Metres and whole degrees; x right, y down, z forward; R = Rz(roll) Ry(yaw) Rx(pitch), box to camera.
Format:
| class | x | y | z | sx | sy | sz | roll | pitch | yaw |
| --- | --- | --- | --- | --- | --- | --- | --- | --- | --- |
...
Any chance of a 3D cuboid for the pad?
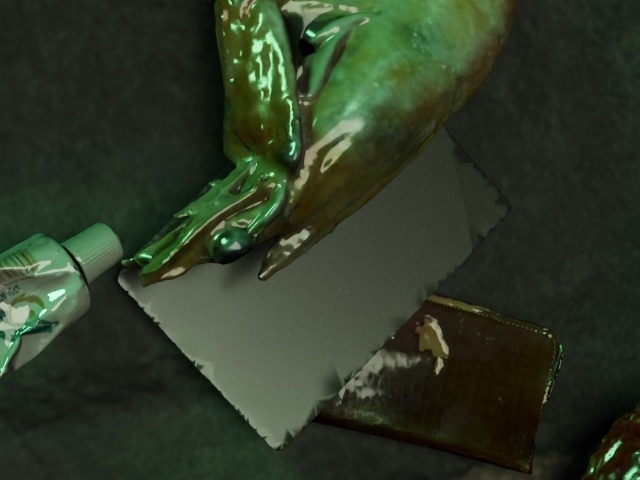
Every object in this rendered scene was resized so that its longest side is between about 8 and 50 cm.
| class | x | y | z | sx | sy | sz | roll | pitch | yaw |
| --- | --- | --- | --- | --- | --- | --- | --- | --- | --- |
| pad | 0.000 | 0.000 | 1.151 | 0.211 | 0.003 | 0.143 | -45 | 98 | -19 |

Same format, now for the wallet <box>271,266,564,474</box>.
| class | x | y | z | sx | sy | sz | roll | pitch | yaw |
| --- | --- | --- | --- | --- | --- | --- | --- | --- | --- |
| wallet | 0.057 | 0.077 | 1.184 | 0.176 | 0.026 | 0.095 | 14 | 86 | -20 |

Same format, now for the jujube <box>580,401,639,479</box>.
| class | x | y | z | sx | sy | sz | roll | pitch | yaw |
| --- | --- | --- | --- | --- | --- | --- | --- | --- | --- |
| jujube | 0.203 | 0.179 | 1.212 | 0.112 | 0.109 | 0.176 | 32 | 80 | 12 |

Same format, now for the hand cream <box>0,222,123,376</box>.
| class | x | y | z | sx | sy | sz | roll | pitch | yaw |
| --- | --- | --- | --- | --- | --- | --- | --- | --- | --- |
| hand cream | -0.217 | 0.060 | 1.051 | 0.257 | 0.050 | 0.084 | -27 | 106 | -18 |

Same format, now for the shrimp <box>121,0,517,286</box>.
| class | x | y | z | sx | sy | sz | roll | pitch | yaw |
| --- | --- | --- | --- | --- | --- | --- | --- | --- | --- |
| shrimp | -0.010 | -0.101 | 1.121 | 0.168 | 0.077 | 0.317 | 46 | 68 | -5 |
